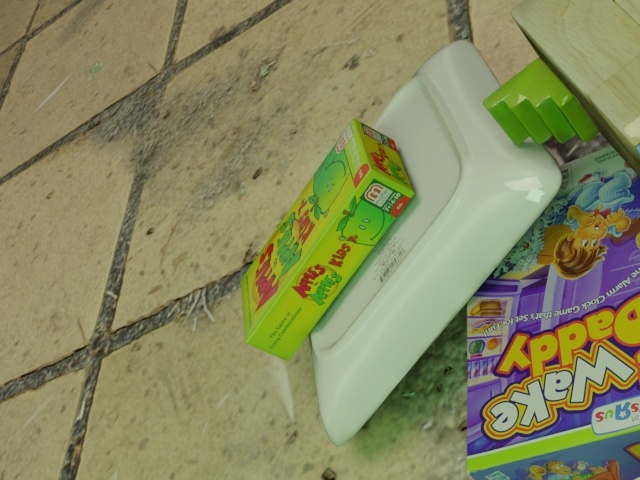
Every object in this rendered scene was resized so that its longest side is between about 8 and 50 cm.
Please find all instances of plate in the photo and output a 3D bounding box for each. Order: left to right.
[{"bbox_3d":[0.057,-0.016,0.813,0.277,0.045,0.278,-53,24,22],"label":"plate"}]

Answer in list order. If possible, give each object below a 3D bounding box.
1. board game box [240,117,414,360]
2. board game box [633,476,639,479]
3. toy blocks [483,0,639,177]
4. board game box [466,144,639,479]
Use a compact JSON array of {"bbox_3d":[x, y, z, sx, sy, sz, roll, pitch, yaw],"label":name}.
[{"bbox_3d":[0.000,0.000,0.803,0.181,0.043,0.092,-54,24,23],"label":"board game box"},{"bbox_3d":[0.195,0.221,0.439,0.045,0.147,0.193,-35,36,16],"label":"board game box"},{"bbox_3d":[0.296,-0.123,0.535,0.381,0.191,0.261,-38,47,12],"label":"toy blocks"},{"bbox_3d":[0.261,0.021,0.625,0.347,0.078,0.233,-23,41,30],"label":"board game box"}]
